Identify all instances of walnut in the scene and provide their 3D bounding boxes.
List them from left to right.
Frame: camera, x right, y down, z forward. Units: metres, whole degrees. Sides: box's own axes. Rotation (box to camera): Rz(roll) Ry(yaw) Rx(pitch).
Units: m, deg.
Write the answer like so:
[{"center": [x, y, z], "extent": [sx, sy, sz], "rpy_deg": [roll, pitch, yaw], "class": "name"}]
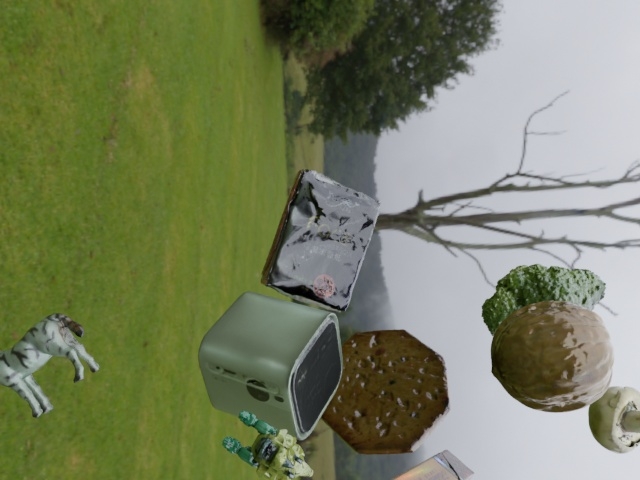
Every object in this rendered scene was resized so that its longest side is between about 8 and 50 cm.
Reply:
[{"center": [0.412, 0.209, 1.047], "extent": [0.213, 0.213, 0.214], "rpy_deg": [174, -90, -89], "class": "walnut"}]

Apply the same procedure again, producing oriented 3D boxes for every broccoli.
[{"center": [0.521, 0.139, 1.356], "extent": [0.302, 0.254, 0.186], "rpy_deg": [13, 40, -54], "class": "broccoli"}]

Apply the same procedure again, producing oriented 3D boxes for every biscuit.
[{"center": [0.160, 0.380, 1.489], "extent": [0.046, 0.358, 0.359], "rpy_deg": [72, 8, -46], "class": "biscuit"}]

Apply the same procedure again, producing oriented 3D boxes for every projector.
[{"center": [-0.109, 0.293, 1.394], "extent": [0.248, 0.249, 0.249], "rpy_deg": [-50, 142, -46], "class": "projector"}]

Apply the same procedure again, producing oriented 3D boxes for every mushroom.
[{"center": [0.695, 0.412, 1.338], "extent": [0.122, 0.154, 0.154], "rpy_deg": [-7, -91, 58], "class": "mushroom"}]

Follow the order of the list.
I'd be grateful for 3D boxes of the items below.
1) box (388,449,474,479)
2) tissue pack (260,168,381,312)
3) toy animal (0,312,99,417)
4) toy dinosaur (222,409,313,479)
[{"center": [0.258, 0.758, 1.635], "extent": [0.415, 0.115, 0.264], "rpy_deg": [12, 111, -55], "class": "box"}, {"center": [0.000, 0.000, 1.519], "extent": [0.123, 0.244, 0.333], "rpy_deg": [-7, -118, 66], "class": "tissue pack"}, {"center": [-0.546, 0.247, 1.079], "extent": [0.090, 0.255, 0.170], "rpy_deg": [161, -94, -84], "class": "toy animal"}, {"center": [-0.081, 0.407, 1.105], "extent": [0.094, 0.153, 0.259], "rpy_deg": [-56, 152, -16], "class": "toy dinosaur"}]
